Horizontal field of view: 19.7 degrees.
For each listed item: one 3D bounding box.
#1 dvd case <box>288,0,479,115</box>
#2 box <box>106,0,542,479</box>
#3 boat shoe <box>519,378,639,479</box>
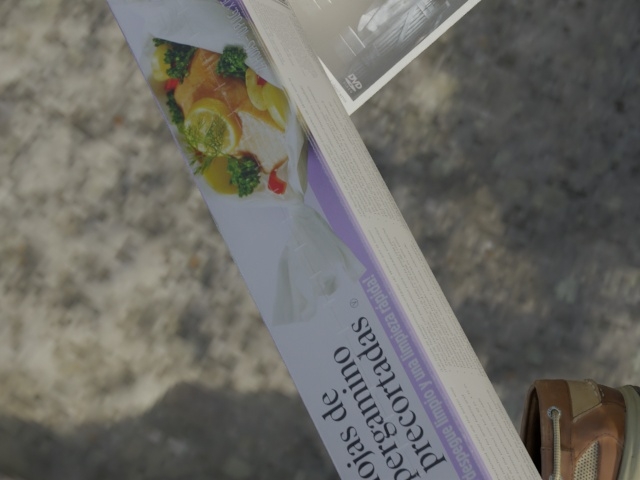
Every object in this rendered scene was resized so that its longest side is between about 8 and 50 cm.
[{"bbox_3d":[0.043,-0.195,1.097,0.239,0.029,0.179,-41,133,0],"label":"dvd case"},{"bbox_3d":[0.000,0.000,0.820,0.063,0.067,0.324,-34,71,20],"label":"box"},{"bbox_3d":[0.177,0.263,1.462,0.120,0.324,0.122,16,166,-9],"label":"boat shoe"}]
